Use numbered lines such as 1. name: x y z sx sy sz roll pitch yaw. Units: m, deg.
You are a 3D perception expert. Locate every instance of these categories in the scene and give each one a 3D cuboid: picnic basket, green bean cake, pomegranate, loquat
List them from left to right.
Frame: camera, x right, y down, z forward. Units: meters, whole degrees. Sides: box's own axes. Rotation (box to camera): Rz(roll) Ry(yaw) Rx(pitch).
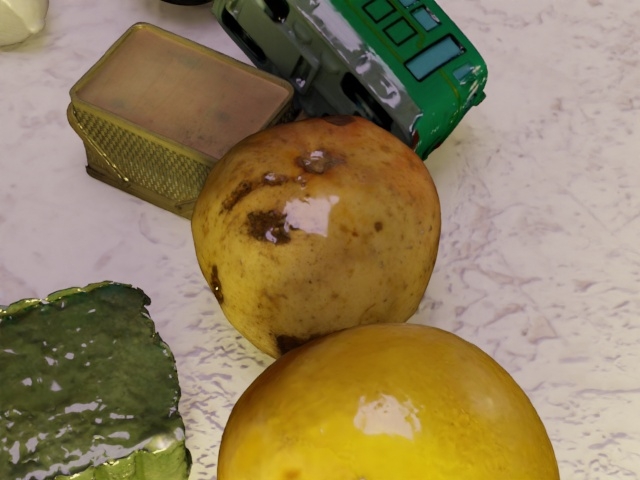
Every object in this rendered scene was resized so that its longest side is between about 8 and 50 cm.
1. green bean cake: -0.275 0.176 1.570 0.255 0.132 0.241 -17 53 -14
2. picnic basket: -0.160 -0.137 1.811 0.266 0.139 0.165 24 56 20
3. pomegranate: 0.000 0.000 1.622 0.281 0.281 0.281 -1 51 1
4. loquat: 0.068 0.224 1.410 0.328 0.328 0.359 12 28 12

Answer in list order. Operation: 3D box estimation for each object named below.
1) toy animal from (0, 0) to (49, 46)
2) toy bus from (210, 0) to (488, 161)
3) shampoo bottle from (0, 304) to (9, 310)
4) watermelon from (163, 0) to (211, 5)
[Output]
1. toy animal: -0.445 -0.390 2.033 0.138 0.140 0.282 -2 54 -11
2. toy bus: 0.044 -0.241 1.810 0.199 0.183 0.343 -37 82 -27
3. shampoo bottle: -0.446 0.091 1.693 0.195 0.056 0.056 5 51 8
4. watermelon: -0.175 -0.424 2.000 0.212 0.212 0.212 -1 51 1
